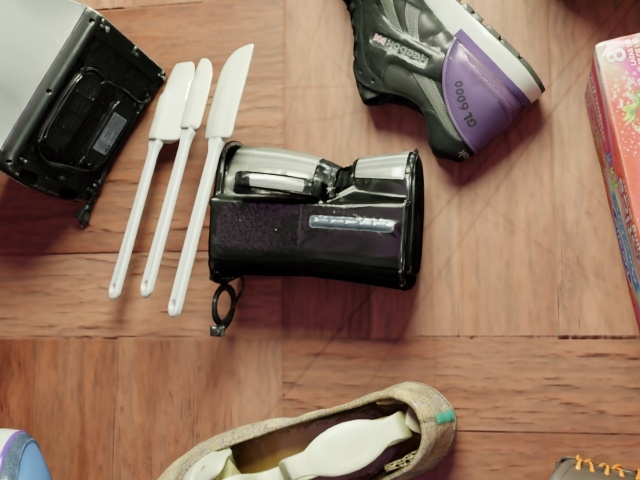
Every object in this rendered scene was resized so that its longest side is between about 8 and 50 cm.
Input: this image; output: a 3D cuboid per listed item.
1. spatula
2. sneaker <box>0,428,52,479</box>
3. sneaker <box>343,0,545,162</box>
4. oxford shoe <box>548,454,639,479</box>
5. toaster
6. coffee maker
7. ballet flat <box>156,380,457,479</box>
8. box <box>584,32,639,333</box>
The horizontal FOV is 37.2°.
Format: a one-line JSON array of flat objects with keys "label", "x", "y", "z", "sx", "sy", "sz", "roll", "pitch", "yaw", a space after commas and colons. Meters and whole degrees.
[{"label": "spatula", "x": -0.130, "y": -0.055, "z": 0.864, "sx": 0.168, "sy": 0.019, "sz": 0.242, "roll": 5, "pitch": 80, "yaw": 52}, {"label": "sneaker", "x": -0.175, "y": 0.314, "z": 0.840, "sx": 0.236, "sy": 0.130, "sz": 0.323, "roll": -9, "pitch": 77, "yaw": 2}, {"label": "sneaker", "x": 0.059, "y": -0.192, "z": 0.856, "sx": 0.124, "sy": 0.107, "sz": 0.283, "roll": -45, "pitch": 77, "yaw": 10}, {"label": "oxford shoe", "x": 0.240, "y": 0.214, "z": 0.772, "sx": 0.271, "sy": 0.097, "sz": 0.098, "roll": -23, "pitch": 73, "yaw": 8}, {"label": "toaster", "x": -0.249, "y": -0.127, "z": 0.880, "sx": 0.110, "sy": 0.168, "sz": 0.186, "roll": 30, "pitch": 89, "yaw": 16}, {"label": "coffee maker", "x": 0.000, "y": 0.000, "z": 0.849, "sx": 0.178, "sy": 0.120, "sz": 0.171, "roll": 6, "pitch": 109, "yaw": 14}, {"label": "ballet flat", "x": -0.035, "y": 0.200, "z": 0.824, "sx": 0.316, "sy": 0.106, "sz": 0.107, "roll": -27, "pitch": 79, "yaw": 8}, {"label": "box", "x": 0.314, "y": -0.013, "z": 0.754, "sx": 0.142, "sy": 0.154, "sz": 0.300, "roll": -12, "pitch": 82, "yaw": 11}]
